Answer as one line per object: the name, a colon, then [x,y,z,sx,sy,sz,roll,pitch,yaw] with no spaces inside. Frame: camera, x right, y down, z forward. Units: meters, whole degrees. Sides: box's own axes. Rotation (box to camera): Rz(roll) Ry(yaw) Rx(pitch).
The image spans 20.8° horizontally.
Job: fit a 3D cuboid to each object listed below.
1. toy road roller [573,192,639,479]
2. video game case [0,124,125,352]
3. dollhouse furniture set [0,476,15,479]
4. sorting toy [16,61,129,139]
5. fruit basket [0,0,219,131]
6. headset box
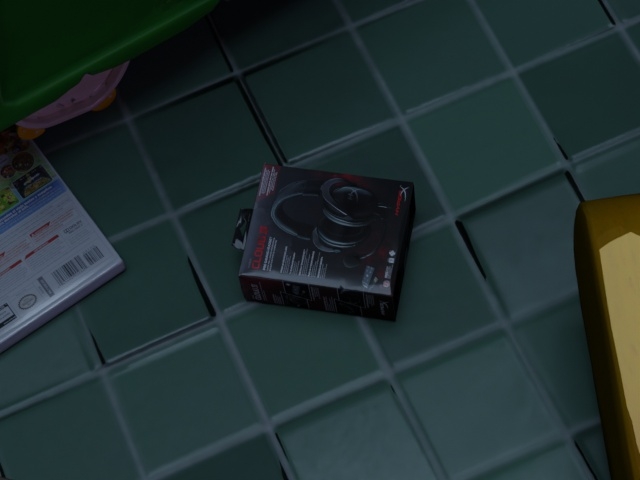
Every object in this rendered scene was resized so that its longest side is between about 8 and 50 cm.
toy road roller: [0.222,0.081,0.648,0.202,0.240,0.329,-8,69,2]
video game case: [-0.166,-0.007,0.871,0.087,0.011,0.122,-35,65,-10]
dollhouse furniture set: [-0.190,0.278,0.657,0.394,0.256,0.362,-42,64,9]
sorting toy: [-0.148,-0.095,0.898,0.083,0.045,0.075,-25,49,-25]
fruit basket: [-0.149,-0.273,0.864,0.392,0.283,0.392,3,62,-5]
headset box: [0.000,0.000,0.838,0.083,0.032,0.062,9,65,9]
